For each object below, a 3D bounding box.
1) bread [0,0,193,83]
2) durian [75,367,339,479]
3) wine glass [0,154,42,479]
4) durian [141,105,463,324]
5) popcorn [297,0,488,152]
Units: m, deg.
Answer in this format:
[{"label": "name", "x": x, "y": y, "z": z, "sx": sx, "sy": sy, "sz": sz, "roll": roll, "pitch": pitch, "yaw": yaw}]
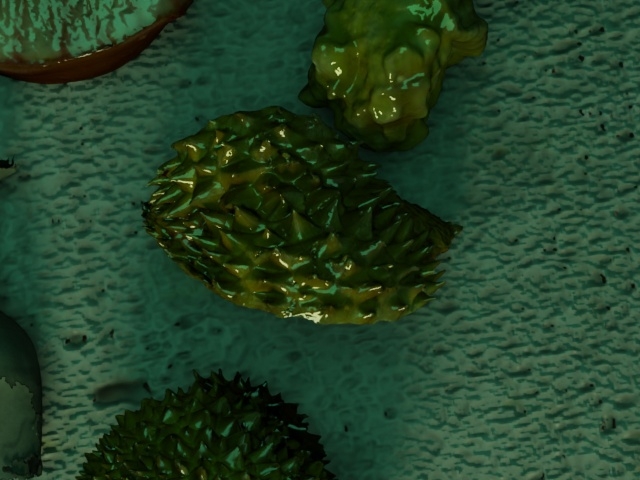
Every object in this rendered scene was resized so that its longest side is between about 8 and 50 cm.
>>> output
[{"label": "bread", "x": -0.281, "y": -0.315, "z": 1.435, "sx": 0.295, "sy": 0.114, "sz": 0.327, "roll": -10, "pitch": 86, "yaw": 3}, {"label": "durian", "x": -0.076, "y": 0.256, "z": 1.326, "sx": 0.258, "sy": 0.258, "sz": 0.293, "roll": -42, "pitch": 91, "yaw": -1}, {"label": "wine glass", "x": -0.336, "y": 0.079, "z": 1.399, "sx": 0.143, "sy": 0.143, "sz": 0.321, "roll": -9, "pitch": 88, "yaw": 1}, {"label": "durian", "x": -0.011, "y": 0.004, "z": 1.336, "sx": 0.305, "sy": 0.195, "sz": 0.185, "roll": 14, "pitch": 130, "yaw": -7}, {"label": "popcorn", "x": 0.062, "y": -0.179, "z": 1.376, "sx": 0.156, "sy": 0.197, "sz": 0.197, "roll": 34, "pitch": 88, "yaw": -3}]
